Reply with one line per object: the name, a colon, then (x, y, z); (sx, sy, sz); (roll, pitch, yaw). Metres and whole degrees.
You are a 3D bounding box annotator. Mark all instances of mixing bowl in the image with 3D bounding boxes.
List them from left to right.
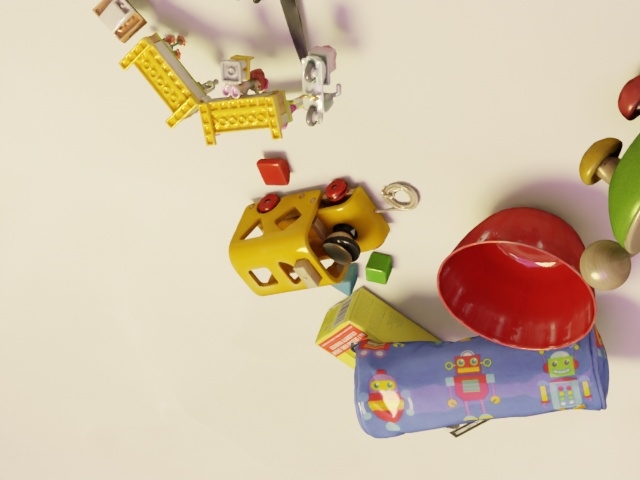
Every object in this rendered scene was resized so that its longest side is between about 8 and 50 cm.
mixing bowl: (0.228, 0.028, 1.902); (0.181, 0.098, 0.181); (13, 141, 11)

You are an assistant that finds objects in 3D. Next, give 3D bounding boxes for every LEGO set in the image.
LEGO set: (-0.107, -0.182, 1.838); (0.287, 0.107, 0.132); (20, 115, 21)

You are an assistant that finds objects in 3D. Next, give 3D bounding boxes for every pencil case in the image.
pencil case: (0.187, 0.159, 2.014); (0.306, 0.119, 0.133); (-8, 179, 13)

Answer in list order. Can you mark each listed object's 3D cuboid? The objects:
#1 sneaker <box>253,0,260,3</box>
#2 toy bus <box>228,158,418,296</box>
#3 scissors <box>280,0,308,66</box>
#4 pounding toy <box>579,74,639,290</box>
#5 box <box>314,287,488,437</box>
sneaker: (-0.109, -0.278, 1.654); (0.341, 0.125, 0.139); (-7, 134, 37)
toy bus: (-0.007, 0.005, 1.987); (0.191, 0.104, 0.202); (21, 143, 2)
scissors: (-0.049, -0.280, 1.741); (0.109, 0.021, 0.297); (16, 144, 9)
pounding toy: (0.318, -0.076, 1.707); (0.110, 0.183, 0.237); (40, 150, 20)
box: (0.113, 0.155, 2.144); (0.232, 0.058, 0.087); (36, 141, -16)
